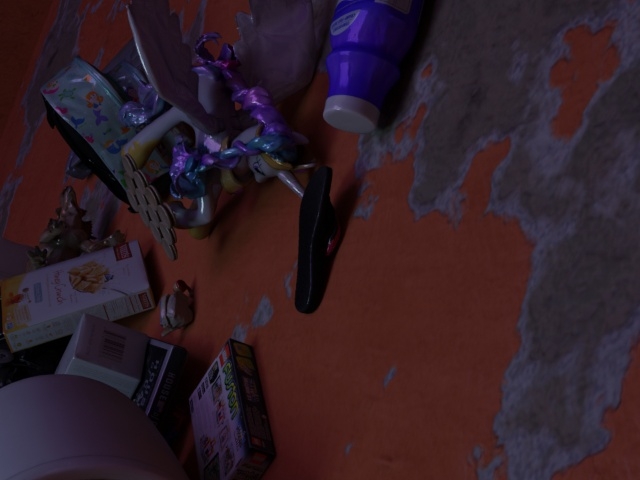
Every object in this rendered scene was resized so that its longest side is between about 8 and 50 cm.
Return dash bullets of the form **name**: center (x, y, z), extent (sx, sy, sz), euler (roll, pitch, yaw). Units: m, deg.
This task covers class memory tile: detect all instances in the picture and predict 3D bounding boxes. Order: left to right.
- **memory tile**: center (-0.242, -0.048, 1.798), extent (0.148, 0.012, 0.113), euler (51, 156, 32)

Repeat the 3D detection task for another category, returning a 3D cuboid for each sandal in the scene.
- **sandal**: center (0.000, 0.000, 1.527), extent (0.067, 0.040, 0.179), euler (180, 96, -70)

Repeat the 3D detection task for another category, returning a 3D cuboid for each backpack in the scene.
- **backpack**: center (-0.349, -0.200, 2.141), extent (0.191, 0.253, 0.225), euler (-46, 25, -1)

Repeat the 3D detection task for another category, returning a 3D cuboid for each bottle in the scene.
- **bottle**: center (0.067, -0.270, 1.539), extent (0.118, 0.092, 0.283), euler (-14, 57, 59)

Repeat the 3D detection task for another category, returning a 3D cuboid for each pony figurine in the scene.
- **pony figurine**: center (-0.146, -0.185, 1.753), extent (0.363, 0.302, 0.351), euler (-22, 82, 53)

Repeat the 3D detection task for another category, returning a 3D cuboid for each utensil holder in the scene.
- **utensil holder**: center (-0.292, 0.347, 1.461), extent (0.328, 0.327, 0.385), euler (-66, 20, 3)

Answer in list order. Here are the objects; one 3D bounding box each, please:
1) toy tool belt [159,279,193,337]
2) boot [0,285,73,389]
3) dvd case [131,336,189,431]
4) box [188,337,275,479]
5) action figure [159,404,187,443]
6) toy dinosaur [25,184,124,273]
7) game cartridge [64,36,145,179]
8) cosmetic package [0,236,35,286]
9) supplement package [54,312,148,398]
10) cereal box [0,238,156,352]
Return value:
- **toy tool belt**: center (-0.219, 0.101, 1.861), extent (0.051, 0.052, 0.083), euler (-42, 33, 28)
- **boot**: center (-0.572, 0.250, 2.013), extent (0.445, 0.367, 0.146), euler (-78, -19, -54)
- **dvd case**: center (-0.253, 0.229, 1.807), extent (0.179, 0.029, 0.238), euler (-70, 15, -7)
- **box**: center (-0.112, 0.228, 1.554), extent (0.114, 0.036, 0.207), euler (-56, 27, 24)
- **action figure**: center (-0.218, 0.281, 1.733), extent (0.115, 0.030, 0.038), euler (-64, 13, 14)
- **toy dinosaur**: center (-0.486, 0.039, 2.310), extent (0.296, 0.127, 0.200), euler (-56, 18, -23)
- **game cartridge**: center (-0.409, -0.284, 2.563), extent (0.355, 0.068, 0.230), euler (-29, 41, 54)
- **cosmetic package**: center (-0.645, 0.189, 2.480), extent (0.366, 0.197, 0.155), euler (-57, 26, 24)
- **supplement package**: center (-0.337, 0.215, 1.856), extent (0.105, 0.105, 0.179), euler (-92, 27, -54)
- **cereal box**: center (-0.395, 0.086, 2.048), extent (0.173, 0.240, 0.047), euler (-119, 13, -59)
